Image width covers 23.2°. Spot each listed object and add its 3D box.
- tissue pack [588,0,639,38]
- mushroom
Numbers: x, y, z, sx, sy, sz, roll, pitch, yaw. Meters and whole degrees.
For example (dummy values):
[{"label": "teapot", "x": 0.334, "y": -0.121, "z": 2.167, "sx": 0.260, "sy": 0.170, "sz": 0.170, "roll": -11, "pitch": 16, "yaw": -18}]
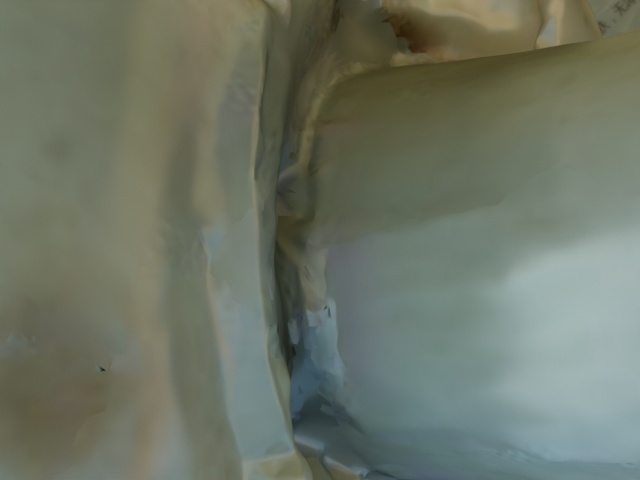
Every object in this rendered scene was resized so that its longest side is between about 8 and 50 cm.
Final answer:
[{"label": "tissue pack", "x": 0.187, "y": -0.013, "z": 0.967, "sx": 0.356, "sy": 0.266, "sz": 0.194, "roll": -43, "pitch": 169, "yaw": -16}, {"label": "mushroom", "x": -0.022, "y": -0.006, "z": 0.464, "sx": 0.353, "sy": 0.325, "sz": 0.353, "roll": -12, "pitch": 145, "yaw": -9}]
